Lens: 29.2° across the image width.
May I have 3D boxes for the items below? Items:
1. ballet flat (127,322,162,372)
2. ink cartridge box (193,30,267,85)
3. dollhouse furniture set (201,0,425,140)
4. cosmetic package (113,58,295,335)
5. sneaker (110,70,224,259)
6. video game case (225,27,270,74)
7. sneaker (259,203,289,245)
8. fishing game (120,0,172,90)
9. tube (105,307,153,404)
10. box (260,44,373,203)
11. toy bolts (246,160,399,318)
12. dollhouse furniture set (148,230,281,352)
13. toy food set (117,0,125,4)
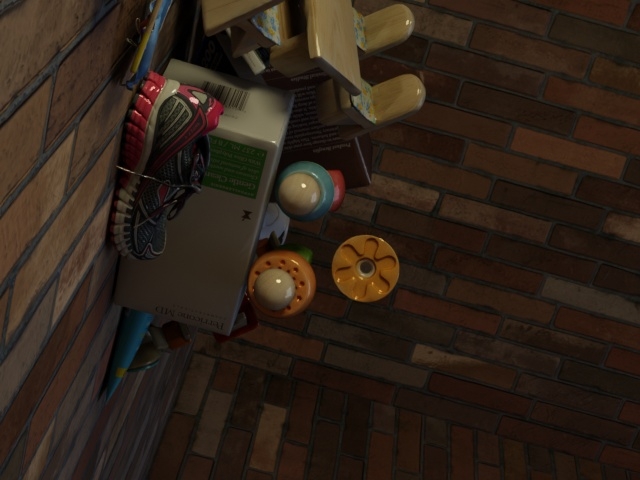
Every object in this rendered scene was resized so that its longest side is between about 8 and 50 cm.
[{"bbox_3d":[-0.327,0.188,2.212,0.232,0.080,0.073,-162,-120,-86],"label":"ballet flat"},{"bbox_3d":[-0.164,-0.228,1.903,0.208,0.045,0.206,63,-37,29],"label":"ink cartridge box"},{"bbox_3d":[0.034,-0.407,1.726,0.362,0.256,0.394,32,45,-52],"label":"dollhouse furniture set"},{"bbox_3d":[-0.175,-0.058,1.806,0.155,0.197,0.365,-76,-179,-54],"label":"cosmetic package"},{"bbox_3d":[-0.206,-0.078,1.614,0.299,0.112,0.121,108,-3,-45],"label":"sneaker"},{"bbox_3d":[-0.128,-0.322,1.777,0.022,0.173,0.190,-33,-171,7],"label":"video game case"},{"bbox_3d":[-0.169,-0.067,2.420,0.366,0.137,0.210,-24,133,-52],"label":"sneaker"},{"bbox_3d":[-0.189,-0.257,1.377,0.264,0.041,0.189,-98,-149,-73],"label":"fishing game"},{"bbox_3d":[-0.323,0.170,2.064,0.080,0.052,0.207,-66,178,-79],"label":"tube"},{"bbox_3d":[-0.045,-0.263,2.088,0.143,0.191,0.381,-81,158,-55],"label":"box"},{"bbox_3d":[0.000,0.000,1.772,0.158,0.218,0.228,-35,124,-80],"label":"toy bolts"},{"bbox_3d":[-0.191,0.049,2.162,0.135,0.262,0.259,62,6,-78],"label":"dollhouse furniture set"},{"bbox_3d":[-0.178,-0.294,1.183,0.192,0.038,0.132,-102,-146,-75],"label":"toy food set"}]
